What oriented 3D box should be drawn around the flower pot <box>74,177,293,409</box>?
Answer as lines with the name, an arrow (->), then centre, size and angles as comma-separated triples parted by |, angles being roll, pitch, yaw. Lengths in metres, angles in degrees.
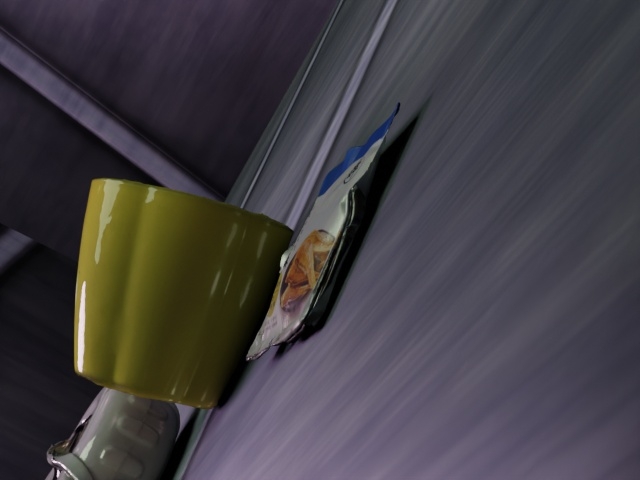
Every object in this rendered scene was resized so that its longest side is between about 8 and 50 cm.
flower pot -> -0.139, 0.051, 1.091 | 0.195, 0.195, 0.179 | 159, 127, -80

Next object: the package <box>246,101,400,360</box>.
package -> 0.000, 0.000, 0.857 | 0.171, 0.027, 0.173 | 136, 157, -68

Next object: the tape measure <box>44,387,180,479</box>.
tape measure -> -0.219, 0.236, 1.213 | 0.236, 0.120, 0.197 | -43, 19, 59
